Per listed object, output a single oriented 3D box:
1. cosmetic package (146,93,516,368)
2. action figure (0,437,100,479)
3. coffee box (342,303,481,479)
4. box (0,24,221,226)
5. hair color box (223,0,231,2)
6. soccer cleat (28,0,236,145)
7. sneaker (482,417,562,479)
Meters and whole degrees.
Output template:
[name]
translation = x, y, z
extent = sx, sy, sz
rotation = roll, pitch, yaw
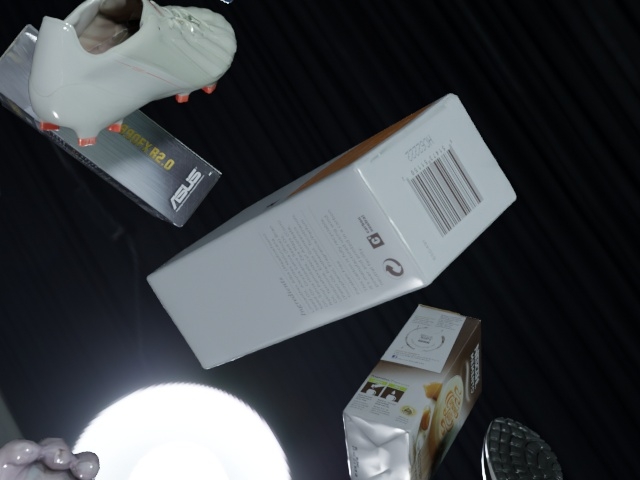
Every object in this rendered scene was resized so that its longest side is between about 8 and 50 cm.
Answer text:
[cosmetic package]
translation = 0.000, 0.000, 1.311
extent = 0.453, 0.162, 0.230
rotation = -26, -171, 46
[action figure]
translation = -0.095, 0.231, 0.349
extent = 0.275, 0.370, 0.248
rotation = -40, -153, 58
[coffee box]
translation = 0.132, 0.218, 1.376
extent = 0.098, 0.141, 0.246
rotation = 12, -142, 26
[box]
translation = -0.188, -0.091, 0.862
extent = 0.056, 0.183, 0.231
rotation = -53, -167, -6
[hair color box]
translation = -0.159, -0.439, 1.112
extent = 0.173, 0.347, 0.105
rotation = 20, 133, -35
[soccer cleat]
translation = -0.106, -0.122, 0.623
extent = 0.196, 0.068, 0.076
rotation = -46, 151, -55
[sneaker]
translation = 0.223, 0.342, 1.198
extent = 0.124, 0.107, 0.283
rotation = -58, -161, 32
